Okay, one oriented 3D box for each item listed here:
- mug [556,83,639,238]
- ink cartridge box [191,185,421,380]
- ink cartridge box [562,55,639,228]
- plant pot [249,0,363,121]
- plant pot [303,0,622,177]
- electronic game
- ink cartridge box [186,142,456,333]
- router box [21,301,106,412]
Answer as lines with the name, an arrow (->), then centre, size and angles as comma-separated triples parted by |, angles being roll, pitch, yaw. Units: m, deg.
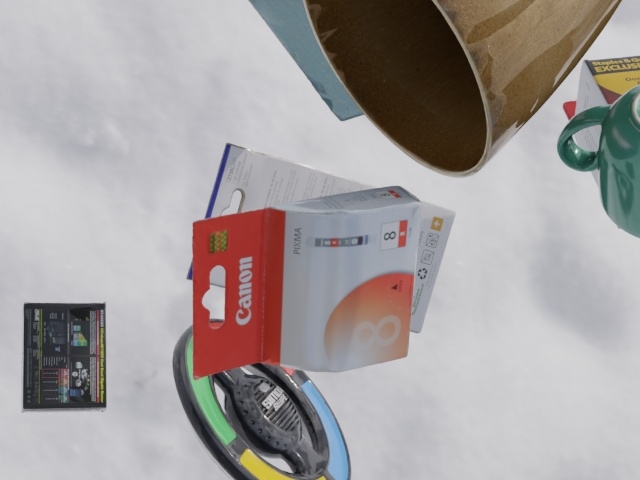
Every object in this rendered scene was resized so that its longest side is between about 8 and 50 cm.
mug -> 0.282, -0.073, 1.041 | 0.157, 0.129, 0.097 | -10, 135, 5
ink cartridge box -> -0.010, 0.039, 0.981 | 0.179, 0.045, 0.145 | -12, 121, -27
ink cartridge box -> 0.500, -0.163, 1.639 | 0.309, 0.272, 0.130 | -6, 132, -6
plant pot -> 0.100, -0.313, 1.370 | 0.247, 0.252, 0.248 | 49, 50, -37
plant pot -> 0.151, -0.222, 1.062 | 0.254, 0.237, 0.237 | -37, 117, -18
electronic game -> -0.055, 0.171, 1.236 | 0.229, 0.229, 0.048 | 32, 117, -34
ink cartridge box -> 0.000, 0.000, 1.624 | 0.371, 0.069, 0.176 | 15, 93, -35
router box -> -0.285, 0.130, 1.398 | 0.092, 0.038, 0.122 | 2, 76, -16
